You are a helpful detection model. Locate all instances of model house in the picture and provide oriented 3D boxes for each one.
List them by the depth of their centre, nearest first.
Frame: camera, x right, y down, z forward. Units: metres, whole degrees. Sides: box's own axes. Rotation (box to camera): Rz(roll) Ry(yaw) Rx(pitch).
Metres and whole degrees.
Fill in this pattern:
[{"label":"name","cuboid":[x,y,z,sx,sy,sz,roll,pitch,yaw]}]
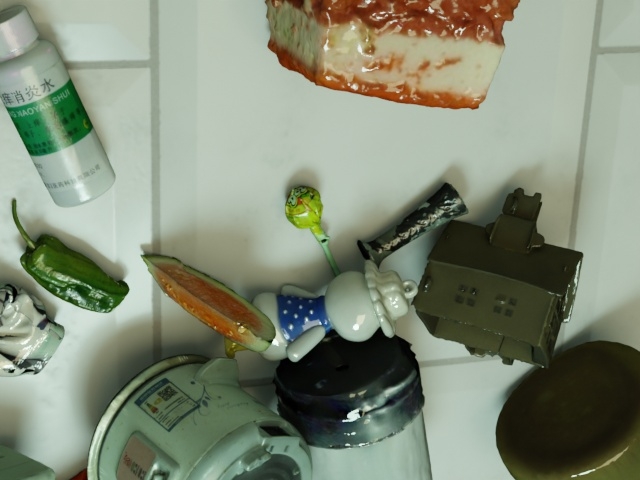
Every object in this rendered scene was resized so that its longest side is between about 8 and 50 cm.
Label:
[{"label":"model house","cuboid":[0.283,0.048,1.866,0.204,0.211,0.243,57,50,-66]}]

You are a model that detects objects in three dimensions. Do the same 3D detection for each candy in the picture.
[{"label":"candy","cuboid":[0.000,0.000,1.816,0.062,0.058,0.194,-51,133,-30]}]

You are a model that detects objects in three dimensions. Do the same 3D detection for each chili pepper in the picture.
[{"label":"chili pepper","cuboid":[-0.359,0.039,1.698,0.204,0.073,0.072,35,111,-25]}]

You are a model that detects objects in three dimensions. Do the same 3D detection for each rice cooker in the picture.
[{"label":"rice cooker","cuboid":[-0.175,0.312,1.744,0.264,0.316,0.317,5,111,-47]}]

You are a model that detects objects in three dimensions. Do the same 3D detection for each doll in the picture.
[{"label":"doll","cuboid":[0.001,0.107,1.790,0.293,0.138,0.119,-17,131,9]}]

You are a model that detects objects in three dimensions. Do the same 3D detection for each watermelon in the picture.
[{"label":"watermelon","cuboid":[-0.151,0.093,1.725,0.063,0.245,0.119,-56,154,0]}]

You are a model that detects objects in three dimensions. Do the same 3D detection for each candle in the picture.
[{"label":"candle","cuboid":[0.060,0.309,1.859,0.221,0.221,0.342,-17,118,-11]}]

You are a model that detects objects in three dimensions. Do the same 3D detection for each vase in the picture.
[{"label":"vase","cuboid":[0.137,-0.019,1.841,0.167,0.059,0.059,-34,117,-3]}]

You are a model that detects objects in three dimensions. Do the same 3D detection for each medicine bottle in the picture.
[{"label":"medicine bottle","cuboid":[-0.356,-0.172,1.599,0.095,0.095,0.260,-25,115,-7]}]

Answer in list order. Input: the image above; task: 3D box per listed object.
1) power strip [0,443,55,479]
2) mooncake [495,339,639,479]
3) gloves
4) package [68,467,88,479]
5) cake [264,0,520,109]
[{"label":"power strip","cuboid":[-0.495,0.362,1.721,0.140,0.224,0.139,-10,110,-50]},{"label":"mooncake","cuboid":[0.428,0.305,1.944,0.284,0.284,0.155,-38,117,-1]},{"label":"gloves","cuboid":[-0.460,0.111,1.672,0.212,0.111,0.127,33,122,-29]},{"label":"package","cuboid":[-0.436,0.518,1.830,0.423,0.123,0.196,-32,115,-5]},{"label":"cake","cuboid":[0.090,-0.345,1.578,0.270,0.269,0.319,2,109,-19]}]
